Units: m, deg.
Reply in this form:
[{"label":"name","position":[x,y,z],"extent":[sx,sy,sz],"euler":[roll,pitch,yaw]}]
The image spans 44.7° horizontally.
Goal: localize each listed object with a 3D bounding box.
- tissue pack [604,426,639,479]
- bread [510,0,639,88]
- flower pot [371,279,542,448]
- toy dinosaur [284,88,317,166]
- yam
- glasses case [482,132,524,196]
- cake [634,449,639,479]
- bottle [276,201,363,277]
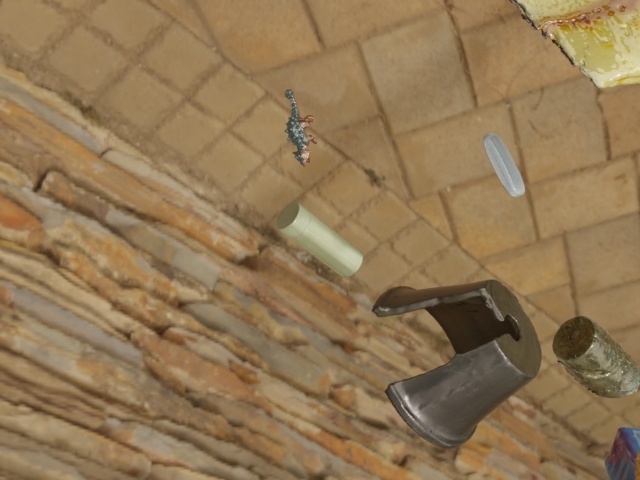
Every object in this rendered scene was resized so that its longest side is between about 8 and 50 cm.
[{"label":"tissue pack","position":[0.757,0.557,1.702],"extent":[0.198,0.263,0.146],"euler":[13,116,0]},{"label":"bread","position":[0.586,-0.443,1.580],"extent":[0.405,0.345,0.242],"euler":[-27,173,1]},{"label":"flower pot","position":[0.322,0.235,1.696],"extent":[0.251,0.379,0.379],"euler":[-32,130,32]},{"label":"toy dinosaur","position":[-0.044,-0.220,1.521],"extent":[0.055,0.154,0.049],"euler":[-17,-175,-33]},{"label":"yam","position":[0.469,0.200,1.339],"extent":[0.107,0.107,0.183],"euler":[-32,132,22]},{"label":"glasses case","position":[0.465,-0.192,1.972],"extent":[0.045,0.178,0.067],"euler":[-32,165,35]},{"label":"cake","position":[0.445,0.263,0.830],"extent":[0.109,0.090,0.225],"euler":[-4,172,-31]},{"label":"bottle","position":[0.000,0.000,1.646],"extent":[0.072,0.072,0.201],"euler":[-36,125,25]}]
